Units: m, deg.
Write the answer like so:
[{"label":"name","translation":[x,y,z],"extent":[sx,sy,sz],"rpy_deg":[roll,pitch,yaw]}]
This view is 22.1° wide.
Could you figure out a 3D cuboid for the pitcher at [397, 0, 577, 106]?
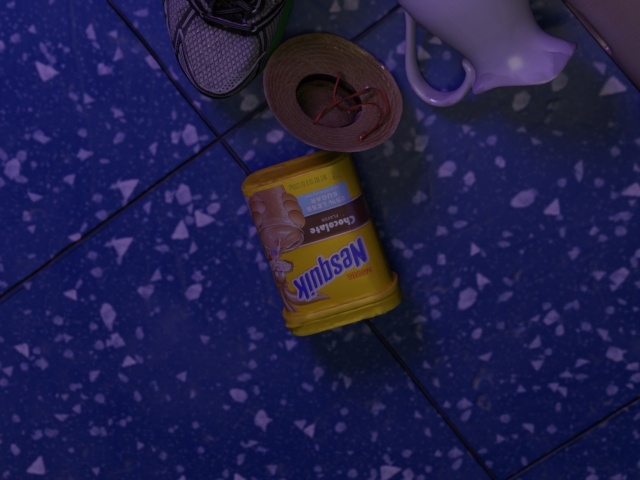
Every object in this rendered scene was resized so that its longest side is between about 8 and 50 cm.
[{"label":"pitcher","translation":[0.123,-0.231,1.585],"extent":[0.177,0.125,0.207],"rpy_deg":[-22,114,35]}]

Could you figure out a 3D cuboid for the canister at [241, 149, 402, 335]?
[{"label":"canister","translation":[0.000,0.000,1.698],"extent":[0.126,0.073,0.170],"rpy_deg":[-17,107,9]}]

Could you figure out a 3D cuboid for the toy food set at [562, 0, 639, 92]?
[{"label":"toy food set","translation":[0.372,-0.293,1.564],"extent":[0.306,0.092,0.220],"rpy_deg":[-36,109,21]}]

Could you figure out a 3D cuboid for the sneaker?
[{"label":"sneaker","translation":[-0.084,-0.280,1.543],"extent":[0.134,0.146,0.343],"rpy_deg":[10,125,-2]}]

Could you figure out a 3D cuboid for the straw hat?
[{"label":"straw hat","translation":[0.005,-0.133,1.649],"extent":[0.144,0.144,0.061],"rpy_deg":[23,151,-5]}]
